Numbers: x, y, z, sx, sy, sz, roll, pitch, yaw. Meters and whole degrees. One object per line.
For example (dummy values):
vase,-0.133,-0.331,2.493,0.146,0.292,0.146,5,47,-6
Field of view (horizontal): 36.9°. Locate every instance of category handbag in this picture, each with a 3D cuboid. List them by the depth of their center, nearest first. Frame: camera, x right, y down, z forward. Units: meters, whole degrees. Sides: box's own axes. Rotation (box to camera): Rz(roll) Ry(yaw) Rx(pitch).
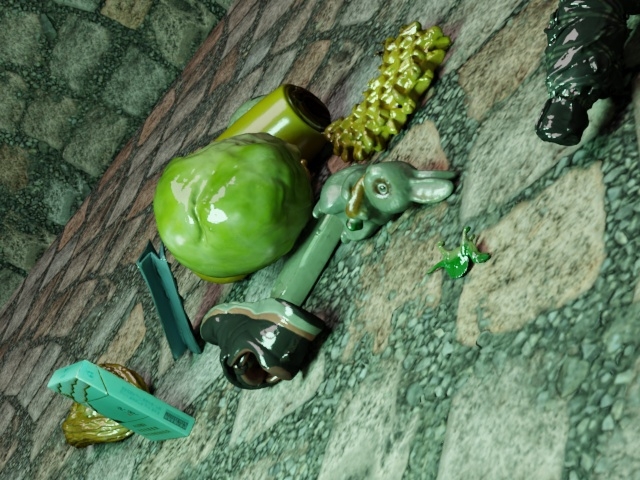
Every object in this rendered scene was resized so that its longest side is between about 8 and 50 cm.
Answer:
handbag,-0.290,0.111,1.865,0.057,0.221,0.144,-18,19,-1

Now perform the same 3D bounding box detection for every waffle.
waffle,0.115,-0.269,1.722,0.293,0.069,0.260,-58,21,-1

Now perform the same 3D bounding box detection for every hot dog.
hot dog,-0.456,0.345,1.996,0.259,0.114,0.175,-27,37,52

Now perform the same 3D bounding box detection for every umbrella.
umbrella,0.352,-0.266,1.175,0.128,0.154,0.336,61,-144,-72

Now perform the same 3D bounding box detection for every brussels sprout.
brussels sprout,-0.151,-0.067,1.653,0.274,0.242,0.316,-38,20,12

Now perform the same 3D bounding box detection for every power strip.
power strip,-0.003,-0.001,1.617,0.286,0.048,0.080,-59,18,-8

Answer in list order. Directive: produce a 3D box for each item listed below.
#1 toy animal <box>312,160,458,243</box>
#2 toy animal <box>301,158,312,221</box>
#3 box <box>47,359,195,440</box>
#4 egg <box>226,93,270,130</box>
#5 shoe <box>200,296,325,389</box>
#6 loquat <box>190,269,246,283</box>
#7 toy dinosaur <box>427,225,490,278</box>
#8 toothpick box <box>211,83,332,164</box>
toy animal,0.092,-0.082,1.454,0.236,0.108,0.138,-32,31,44
toy animal,-0.045,-0.085,1.807,0.083,0.070,0.159,-45,29,21
box,-0.357,0.290,1.708,0.162,0.229,0.041,-23,40,54
egg,-0.125,-0.243,2.085,0.182,0.141,0.141,-42,26,39
shoe,-0.103,0.171,1.520,0.291,0.114,0.137,-9,56,57
loquat,-0.200,-0.003,1.847,0.149,0.204,0.172,114,161,-69
toy dinosaur,0.173,0.026,1.250,0.120,0.029,0.060,-34,42,44
toothpick box,-0.105,-0.186,1.927,0.271,0.175,0.175,-41,26,27
